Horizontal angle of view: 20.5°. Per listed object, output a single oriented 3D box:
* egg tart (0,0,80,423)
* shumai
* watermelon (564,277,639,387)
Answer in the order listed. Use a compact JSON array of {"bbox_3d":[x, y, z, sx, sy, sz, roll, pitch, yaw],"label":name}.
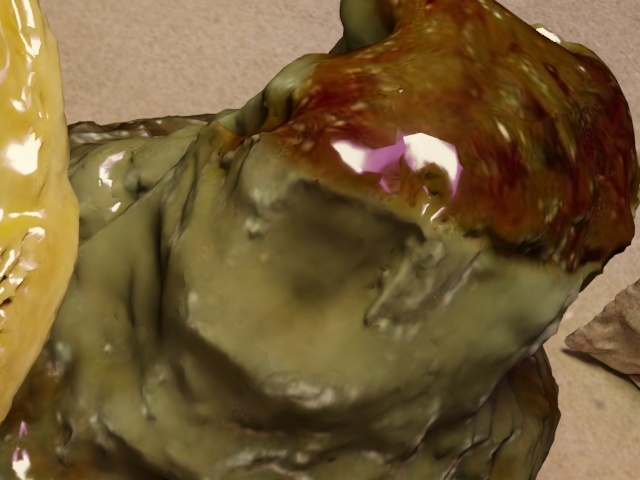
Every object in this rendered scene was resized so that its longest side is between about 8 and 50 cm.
[{"bbox_3d":[-0.296,-0.023,0.856,0.388,0.169,0.387,-1,80,6],"label":"egg tart"},{"bbox_3d":[0.000,0.000,0.949,0.398,0.323,0.324,4,54,-27],"label":"shumai"},{"bbox_3d":[0.312,0.048,1.174,0.193,0.310,0.232,43,84,10],"label":"watermelon"}]
